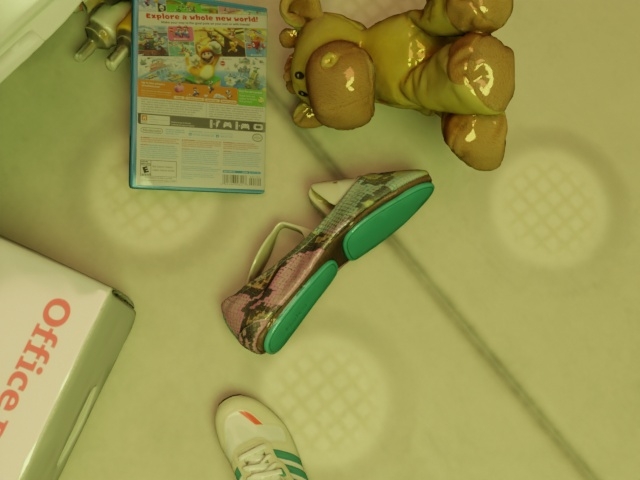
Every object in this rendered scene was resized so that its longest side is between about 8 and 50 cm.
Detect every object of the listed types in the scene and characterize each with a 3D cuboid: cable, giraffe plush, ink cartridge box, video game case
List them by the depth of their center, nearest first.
[{"bbox_3d":[-0.330,0.081,0.576,0.306,0.131,0.226,23,78,0],"label":"ink cartridge box"},{"bbox_3d":[0.052,-0.150,0.637,0.170,0.210,0.181,-4,104,-1],"label":"giraffe plush"},{"bbox_3d":[-0.105,-0.126,0.665,0.119,0.015,0.166,1,90,-23],"label":"video game case"},{"bbox_3d":[-0.135,-0.274,0.716,0.139,0.072,0.287,39,65,19],"label":"cable"}]

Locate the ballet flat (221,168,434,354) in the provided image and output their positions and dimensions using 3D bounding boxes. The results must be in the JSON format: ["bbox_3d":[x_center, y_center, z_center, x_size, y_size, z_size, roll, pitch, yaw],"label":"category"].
[{"bbox_3d":[0.000,0.000,0.660,0.079,0.077,0.221,41,78,22],"label":"ballet flat"}]

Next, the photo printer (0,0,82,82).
[{"bbox_3d":[-0.289,-0.174,0.552,0.256,0.307,0.107,-40,125,4],"label":"photo printer"}]

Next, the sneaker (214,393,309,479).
[{"bbox_3d":[-0.034,0.197,0.611,0.057,0.075,0.161,-26,83,-10],"label":"sneaker"}]
